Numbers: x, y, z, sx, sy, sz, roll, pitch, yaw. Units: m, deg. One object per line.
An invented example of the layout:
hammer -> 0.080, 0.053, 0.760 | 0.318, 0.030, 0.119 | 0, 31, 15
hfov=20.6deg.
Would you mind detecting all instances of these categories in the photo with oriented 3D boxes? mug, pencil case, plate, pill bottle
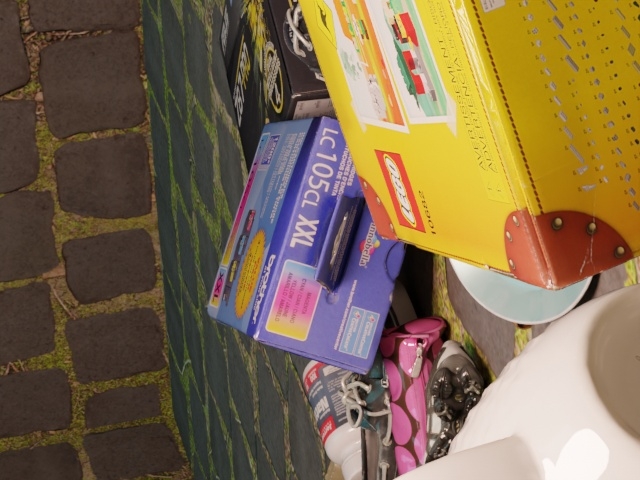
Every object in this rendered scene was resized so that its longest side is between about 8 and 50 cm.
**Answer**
mug -> 0.169, 0.204, 1.191 | 0.328, 0.374, 0.276 | 104, 150, -45
pencil case -> 0.118, 0.197, 2.039 | 0.098, 0.095, 0.209 | -166, 64, -73
plate -> 0.184, -0.017, 1.605 | 0.188, 0.024, 0.188 | 15, 111, 43
pill bottle -> 0.049, 0.238, 2.325 | 0.108, 0.108, 0.180 | 97, 159, -51

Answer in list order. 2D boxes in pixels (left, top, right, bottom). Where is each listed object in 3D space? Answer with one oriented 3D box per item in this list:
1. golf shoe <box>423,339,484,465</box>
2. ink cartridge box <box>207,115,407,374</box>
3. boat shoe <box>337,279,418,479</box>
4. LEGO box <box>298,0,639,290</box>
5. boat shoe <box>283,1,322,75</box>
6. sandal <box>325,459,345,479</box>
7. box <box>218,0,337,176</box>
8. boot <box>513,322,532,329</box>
golf shoe -> 0.152, 0.201, 1.963 | 0.094, 0.077, 0.198 | -93, 6, -57
ink cartridge box -> 0.000, 0.000, 2.070 | 0.395, 0.151, 0.270 | -171, 98, -75
boat shoe -> 0.076, 0.201, 2.182 | 0.113, 0.105, 0.306 | -130, 32, -65
LEGO box -> 0.104, -0.241, 1.298 | 0.372, 0.193, 0.500 | -159, 48, -72
boat shoe -> 0.008, -0.241, 2.001 | 0.301, 0.102, 0.108 | 21, -120, -88
sandal -> 0.052, 0.316, 2.503 | 0.079, 0.088, 0.240 | -26, -63, -71
box -> -0.055, -0.246, 2.445 | 0.395, 0.097, 0.318 | 109, 152, -65
boot -> 0.181, -0.026, 1.672 | 0.197, 0.073, 0.152 | 94, 154, -42
